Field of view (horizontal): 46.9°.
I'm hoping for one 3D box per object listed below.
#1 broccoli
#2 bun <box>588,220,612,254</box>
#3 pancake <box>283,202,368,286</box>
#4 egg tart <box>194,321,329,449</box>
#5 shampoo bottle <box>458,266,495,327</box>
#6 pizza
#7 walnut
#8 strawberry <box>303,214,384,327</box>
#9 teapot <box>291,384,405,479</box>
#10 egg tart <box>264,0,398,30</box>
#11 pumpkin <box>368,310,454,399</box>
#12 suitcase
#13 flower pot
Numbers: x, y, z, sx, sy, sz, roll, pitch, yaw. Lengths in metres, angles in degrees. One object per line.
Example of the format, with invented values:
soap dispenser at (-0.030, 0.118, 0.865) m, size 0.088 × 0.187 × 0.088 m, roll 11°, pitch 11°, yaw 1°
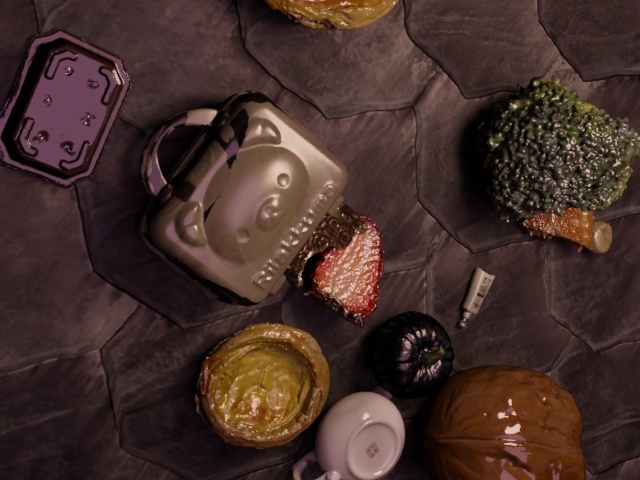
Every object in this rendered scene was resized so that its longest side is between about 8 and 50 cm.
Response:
broccoli at (0.504, -0.205, 1.581) m, size 0.348 × 0.281 × 0.293 m, roll -7°, pitch 98°, yaw 17°
bun at (0.678, -0.009, 1.818) m, size 0.086 × 0.055 × 0.086 m, roll -9°, pitch 105°, yaw -39°
pancake at (0.000, 0.000, 1.454) m, size 0.191 × 0.020 × 0.184 m, roll -4°, pitch 72°, yaw 1°
egg tart at (-0.117, 0.285, 1.471) m, size 0.279 × 0.095 × 0.278 m, roll -4°, pitch 102°, yaw -20°
shampoo bottle at (0.352, 0.134, 1.699) m, size 0.049 × 0.034 × 0.141 m, roll 24°, pitch 90°, yaw -35°
pizza at (0.551, -0.055, 1.744) m, size 0.199 × 0.062 × 0.188 m, roll -9°, pitch 92°, yaw -18°
walnut at (0.406, 0.457, 1.643) m, size 0.398 × 0.308 × 0.353 m, roll 19°, pitch 59°, yaw -28°
strawberry at (0.062, 0.063, 1.515) m, size 0.167 × 0.087 × 0.208 m, roll 37°, pitch 70°, yaw -14°
teapot at (0.070, 0.425, 1.566) m, size 0.298 × 0.139 × 0.204 m, roll -33°, pitch 115°, yaw -19°
egg tart at (0.008, -0.549, 1.325) m, size 0.352 × 0.150 × 0.351 m, roll -4°, pitch 102°, yaw -19°
pumpkin at (0.196, 0.249, 1.589) m, size 0.194 × 0.150 × 0.194 m, roll -1°, pitch 107°, yaw -4°
suitcase at (-0.159, -0.085, 1.314) m, size 0.339 × 0.194 × 0.351 m, roll 39°, pitch 82°, yaw -25°
flower pot at (-0.421, -0.216, 1.220) m, size 0.179 × 0.084 × 0.250 m, roll 23°, pitch 90°, yaw -28°
